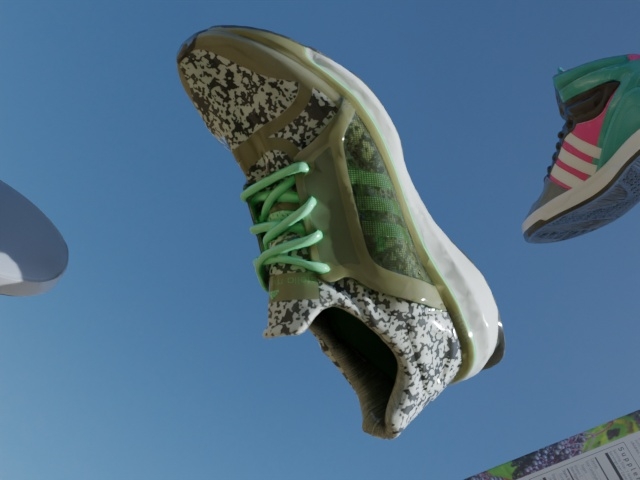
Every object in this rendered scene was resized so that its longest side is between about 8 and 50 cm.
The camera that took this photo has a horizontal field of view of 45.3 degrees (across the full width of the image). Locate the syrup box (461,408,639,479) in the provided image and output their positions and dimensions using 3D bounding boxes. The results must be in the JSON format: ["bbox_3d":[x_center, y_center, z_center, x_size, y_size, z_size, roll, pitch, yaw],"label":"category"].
[{"bbox_3d":[0.209,0.201,0.557,0.093,0.237,0.096,65,3,-45],"label":"syrup box"}]

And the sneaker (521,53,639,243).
[{"bbox_3d":[0.333,-0.128,0.964,0.295,0.124,0.178,128,-43,-54],"label":"sneaker"}]

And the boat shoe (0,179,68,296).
[{"bbox_3d":[-0.365,-0.012,0.619,0.306,0.113,0.105,20,-53,-23],"label":"boat shoe"}]

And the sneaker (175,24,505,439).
[{"bbox_3d":[0.000,0.000,0.662,0.410,0.182,0.158,52,-44,-8],"label":"sneaker"}]
